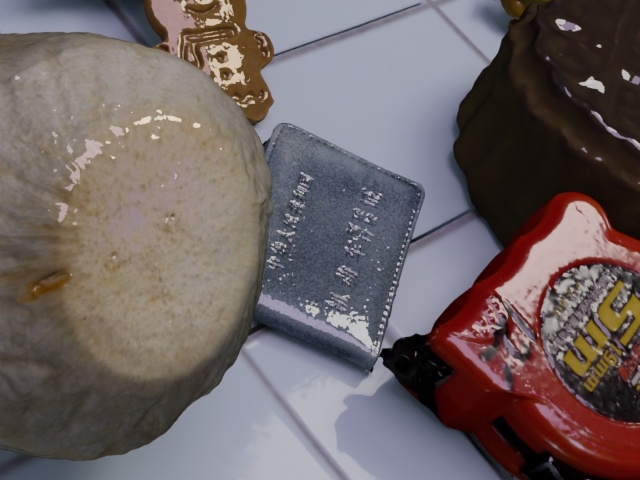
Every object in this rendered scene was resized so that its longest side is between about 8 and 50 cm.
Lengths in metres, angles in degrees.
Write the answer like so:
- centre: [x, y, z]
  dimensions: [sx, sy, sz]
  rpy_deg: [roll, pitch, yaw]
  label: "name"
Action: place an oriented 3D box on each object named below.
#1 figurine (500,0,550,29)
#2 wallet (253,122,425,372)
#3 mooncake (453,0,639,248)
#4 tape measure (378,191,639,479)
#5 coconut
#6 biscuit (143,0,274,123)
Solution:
- centre: [0.288, -0.269, 1.380]
  dimensions: [0.176, 0.121, 0.122]
  rpy_deg: [46, 20, -5]
  label: "figurine"
- centre: [0.001, -0.001, 1.060]
  dimensions: [0.167, 0.036, 0.222]
  rpy_deg: [25, 48, -6]
  label: "wallet"
- centre: [0.308, -0.109, 1.191]
  dimensions: [0.324, 0.187, 0.324]
  rpy_deg: [13, 48, -15]
  label: "mooncake"
- centre: [0.219, 0.105, 1.017]
  dimensions: [0.260, 0.114, 0.253]
  rpy_deg: [43, 59, 4]
  label: "tape measure"
- centre: [-0.194, -0.003, 0.817]
  dimensions: [0.329, 0.329, 0.328]
  rpy_deg: [13, 50, -16]
  label: "coconut"
- centre: [-0.106, -0.194, 1.124]
  dimensions: [0.133, 0.027, 0.184]
  rpy_deg: [0, 77, -29]
  label: "biscuit"
